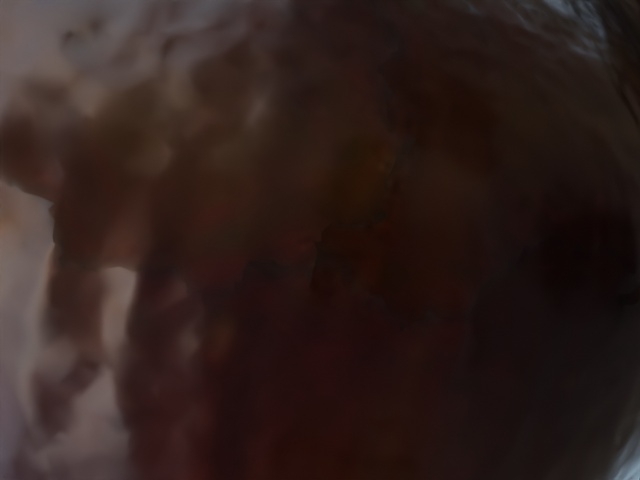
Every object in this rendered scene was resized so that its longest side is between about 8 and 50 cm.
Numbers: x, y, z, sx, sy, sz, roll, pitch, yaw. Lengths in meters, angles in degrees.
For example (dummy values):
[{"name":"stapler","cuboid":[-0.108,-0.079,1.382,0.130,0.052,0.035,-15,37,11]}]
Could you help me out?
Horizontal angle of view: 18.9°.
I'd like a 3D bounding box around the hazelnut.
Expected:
[{"name":"hazelnut","cuboid":[-0.004,0.006,0.414,0.170,0.160,0.201,-42,-19,28]}]
